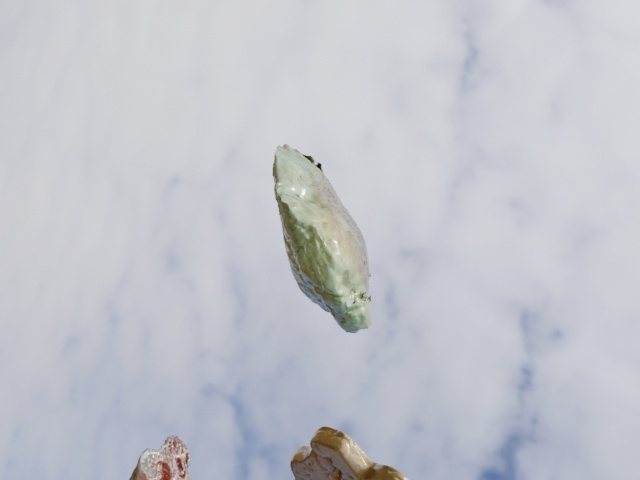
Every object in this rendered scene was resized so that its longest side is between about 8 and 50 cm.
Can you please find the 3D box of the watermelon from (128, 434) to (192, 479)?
[{"bbox_3d":[-0.177,0.300,0.907,0.121,0.098,0.158,12,-113,38],"label":"watermelon"}]

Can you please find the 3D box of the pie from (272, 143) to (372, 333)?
[{"bbox_3d":[-0.004,-0.008,1.078,0.274,0.105,0.257,-83,151,-79],"label":"pie"}]

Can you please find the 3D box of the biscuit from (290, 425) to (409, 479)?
[{"bbox_3d":[0.072,0.309,0.891,0.249,0.035,0.184,43,-37,10],"label":"biscuit"}]
